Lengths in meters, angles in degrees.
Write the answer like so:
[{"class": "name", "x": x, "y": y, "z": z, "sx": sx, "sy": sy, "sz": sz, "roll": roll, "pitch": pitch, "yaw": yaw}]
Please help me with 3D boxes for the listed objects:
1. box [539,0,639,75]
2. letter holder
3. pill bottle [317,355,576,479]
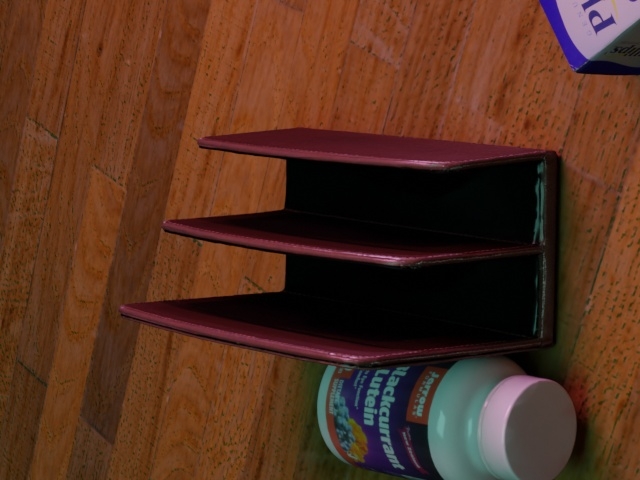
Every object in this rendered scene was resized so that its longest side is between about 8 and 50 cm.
[{"class": "box", "x": 0.215, "y": -0.201, "z": 1.344, "sx": 0.137, "sy": 0.072, "sz": 0.126, "roll": -42, "pitch": 63, "yaw": 44}, {"class": "letter holder", "x": 0.000, "y": 0.000, "z": 1.505, "sx": 0.302, "sy": 0.214, "sz": 0.152, "roll": 9, "pitch": 101, "yaw": 48}, {"class": "pill bottle", "x": 0.097, "y": 0.134, "z": 1.491, "sx": 0.193, "sy": 0.108, "sz": 0.108, "roll": 5, "pitch": 98, "yaw": 48}]
